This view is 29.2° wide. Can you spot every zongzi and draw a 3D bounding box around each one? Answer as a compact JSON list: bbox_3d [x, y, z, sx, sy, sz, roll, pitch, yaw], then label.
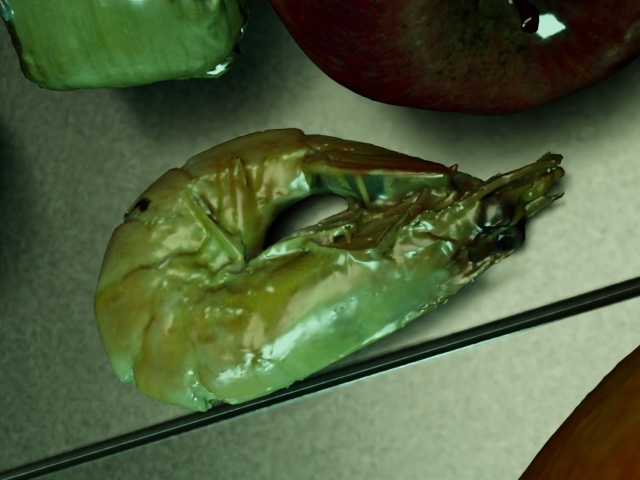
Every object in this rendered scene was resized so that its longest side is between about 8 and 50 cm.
[{"bbox_3d":[-0.117,-0.292,0.706,0.174,0.393,0.356,-8,118,5],"label":"zongzi"}]

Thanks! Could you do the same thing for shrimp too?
[{"bbox_3d":[0.000,0.000,0.653,0.267,0.061,0.145,-19,67,17],"label":"shrimp"}]

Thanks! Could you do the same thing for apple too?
[{"bbox_3d":[0.062,-0.173,0.568,0.234,0.234,0.234,-3,81,18],"label":"apple"}]

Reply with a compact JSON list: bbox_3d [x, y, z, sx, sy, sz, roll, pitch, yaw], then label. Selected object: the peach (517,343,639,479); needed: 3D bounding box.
[{"bbox_3d":[0.200,0.204,0.401,0.388,0.388,0.388,-3,81,18],"label":"peach"}]
